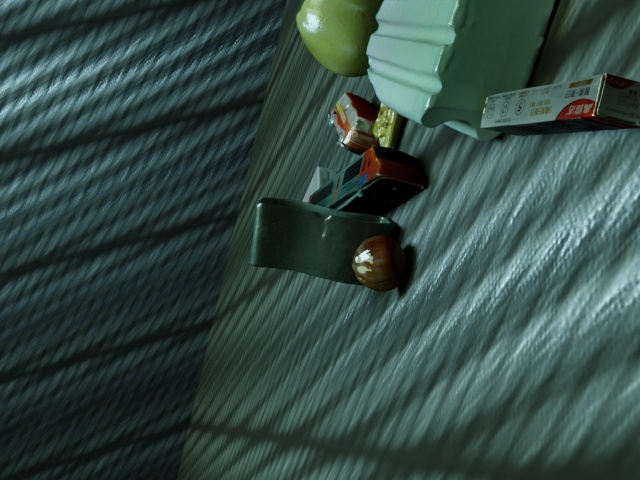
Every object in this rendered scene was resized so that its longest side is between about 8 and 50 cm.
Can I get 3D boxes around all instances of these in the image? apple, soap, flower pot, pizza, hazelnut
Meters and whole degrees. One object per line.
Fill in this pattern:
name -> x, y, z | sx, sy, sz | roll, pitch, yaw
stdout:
apple -> 0.055, -0.416, 1.363 | 0.200, 0.200, 0.200 | -168, 90, -76
soap -> 0.163, -0.266, 0.951 | 0.347, 0.115, 0.208 | -120, 44, -69
flower pot -> 0.000, 0.000, 1.157 | 0.103, 0.229, 0.108 | -55, -24, -77
pizza -> 0.121, -0.223, 1.232 | 0.099, 0.036, 0.160 | -138, 61, -73
hazelnut -> 0.089, 0.033, 1.066 | 0.086, 0.086, 0.086 | -168, 90, -76

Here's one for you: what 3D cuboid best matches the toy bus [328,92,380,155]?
toy bus -> 0.071, -0.223, 1.352 | 0.077, 0.079, 0.174 | -61, 21, 23

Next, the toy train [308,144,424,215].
toy train -> 0.068, -0.087, 1.229 | 0.409, 0.086, 0.089 | 149, 133, -71

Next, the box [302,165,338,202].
box -> -0.002, -0.070, 1.549 | 0.129, 0.051, 0.130 | 117, 160, -45

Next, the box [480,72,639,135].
box -> 0.234, -0.130, 0.700 | 0.218, 0.055, 0.039 | -154, 75, -76
